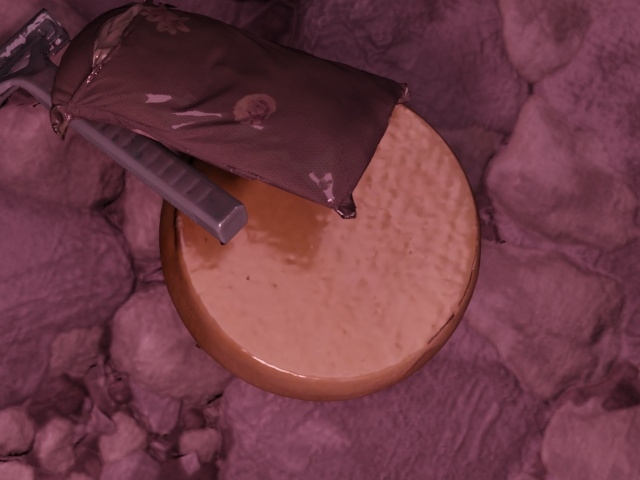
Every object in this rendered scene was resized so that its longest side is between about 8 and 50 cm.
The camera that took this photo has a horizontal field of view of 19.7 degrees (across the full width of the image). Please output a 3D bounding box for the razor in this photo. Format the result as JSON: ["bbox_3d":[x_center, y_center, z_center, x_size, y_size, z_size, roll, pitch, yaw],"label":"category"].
[{"bbox_3d":[-0.160,-0.082,1.373,0.278,0.056,0.111,34,71,33],"label":"razor"}]

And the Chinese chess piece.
[{"bbox_3d":[0.000,0.000,1.422,0.250,0.097,0.251,2,77,-8],"label":"Chinese chess piece"}]

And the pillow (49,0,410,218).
[{"bbox_3d":[-0.066,-0.112,1.343,0.255,0.059,0.169,19,43,12],"label":"pillow"}]
